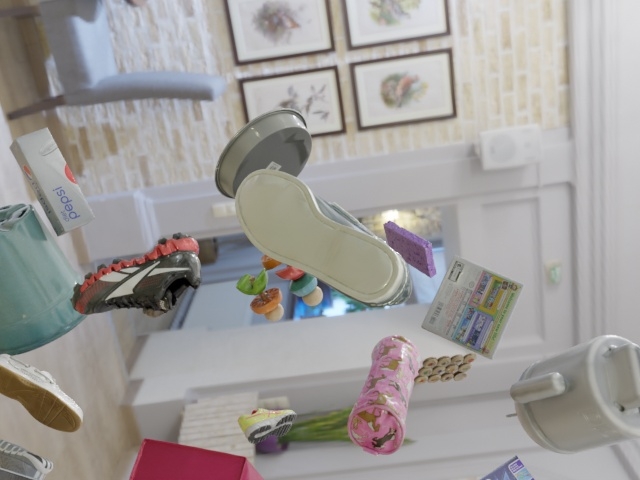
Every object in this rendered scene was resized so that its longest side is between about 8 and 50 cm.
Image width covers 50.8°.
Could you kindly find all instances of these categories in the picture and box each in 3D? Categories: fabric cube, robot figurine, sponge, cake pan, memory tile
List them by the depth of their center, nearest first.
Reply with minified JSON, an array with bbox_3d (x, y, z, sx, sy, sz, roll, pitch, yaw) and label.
[{"bbox_3d":[0.533,0.314,1.356,0.353,0.300,0.199,134,-33,-54],"label":"robot figurine"},{"bbox_3d":[-0.276,0.617,1.480,0.258,0.254,0.259,74,27,-54],"label":"fabric cube"},{"bbox_3d":[0.310,0.321,1.677,0.113,0.148,0.012,107,-27,-43],"label":"memory tile"},{"bbox_3d":[-0.136,-0.205,1.738,0.054,0.293,0.293,47,-13,24],"label":"cake pan"},{"bbox_3d":[0.271,0.024,2.049,0.210,0.031,0.117,35,-31,52],"label":"sponge"}]

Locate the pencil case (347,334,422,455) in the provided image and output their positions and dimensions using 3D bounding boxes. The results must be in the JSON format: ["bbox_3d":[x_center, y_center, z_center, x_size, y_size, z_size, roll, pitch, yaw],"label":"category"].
[{"bbox_3d":[0.183,0.419,1.865,0.167,0.160,0.386,64,22,-12],"label":"pencil case"}]

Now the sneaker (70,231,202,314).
[{"bbox_3d":[-0.359,0.095,1.344,0.097,0.276,0.135,81,-16,-66],"label":"sneaker"}]

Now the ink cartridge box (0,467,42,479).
[{"bbox_3d":[-0.711,0.620,1.378,0.072,0.307,0.303,57,44,-52],"label":"ink cartridge box"}]

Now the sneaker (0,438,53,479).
[{"bbox_3d":[-0.757,0.563,1.626,0.086,0.229,0.132,49,56,-45],"label":"sneaker"}]

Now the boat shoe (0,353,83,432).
[{"bbox_3d":[-0.698,0.367,1.675,0.277,0.098,0.096,37,19,-5],"label":"boat shoe"}]

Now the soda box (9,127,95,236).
[{"bbox_3d":[-0.749,-0.162,1.885,0.091,0.098,0.286,-18,-80,55],"label":"soda box"}]

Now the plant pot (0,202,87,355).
[{"bbox_3d":[-0.871,0.094,1.927,0.341,0.341,0.334,-92,165,-64],"label":"plant pot"}]

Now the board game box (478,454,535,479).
[{"bbox_3d":[0.296,0.449,1.092,0.136,0.201,0.035,55,-46,26],"label":"board game box"}]

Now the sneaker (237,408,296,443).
[{"bbox_3d":[-0.154,0.520,1.963,0.209,0.094,0.081,5,113,-51],"label":"sneaker"}]

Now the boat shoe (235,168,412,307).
[{"bbox_3d":[0.000,0.000,0.967,0.116,0.319,0.099,-58,146,1],"label":"boat shoe"}]

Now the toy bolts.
[{"bbox_3d":[-0.091,0.122,1.969,0.158,0.229,0.218,57,43,-20],"label":"toy bolts"}]

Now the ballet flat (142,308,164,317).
[{"bbox_3d":[-0.360,0.111,1.511,0.250,0.058,0.084,116,-6,-55],"label":"ballet flat"}]

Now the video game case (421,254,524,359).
[{"bbox_3d":[0.389,0.168,1.721,0.212,0.193,0.023,-62,165,-13],"label":"video game case"}]
